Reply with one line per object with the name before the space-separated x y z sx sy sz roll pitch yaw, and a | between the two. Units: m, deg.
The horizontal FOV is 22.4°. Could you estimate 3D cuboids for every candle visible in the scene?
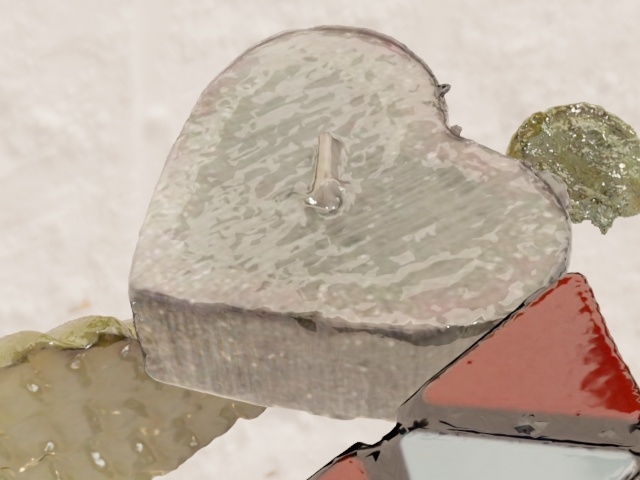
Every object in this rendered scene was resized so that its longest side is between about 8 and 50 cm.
candle | 0.000 0.000 0.656 0.169 0.192 0.068 -26 140 -16

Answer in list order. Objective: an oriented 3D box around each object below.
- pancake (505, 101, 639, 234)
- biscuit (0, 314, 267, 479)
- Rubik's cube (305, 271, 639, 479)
pancake | 0.218 -0.062 1.373 0.130 0.116 0.022 4 163 -3
biscuit | -0.164 0.113 0.834 0.274 0.036 0.187 -34 146 11
Rubik's cube | 0.027 0.107 0.499 0.250 0.234 0.284 14 156 1
